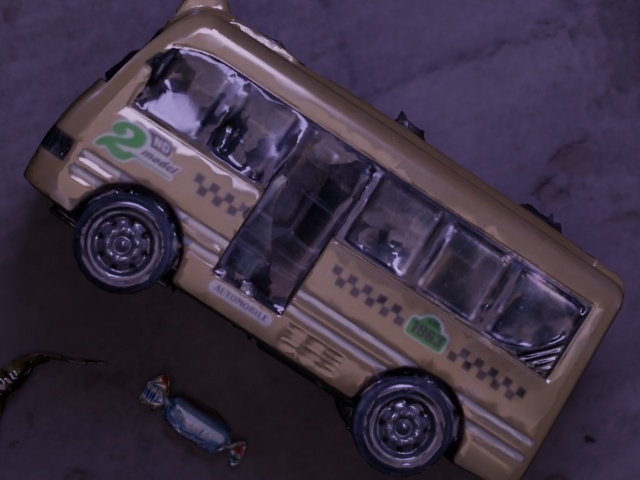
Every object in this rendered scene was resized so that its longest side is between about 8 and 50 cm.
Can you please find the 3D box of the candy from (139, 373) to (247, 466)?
[{"bbox_3d":[-0.085,0.122,1.317,0.083,0.020,0.030,34,95,-4],"label":"candy"}]

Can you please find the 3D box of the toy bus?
[{"bbox_3d":[0.000,0.000,1.236,0.365,0.177,0.202,33,90,-7],"label":"toy bus"}]

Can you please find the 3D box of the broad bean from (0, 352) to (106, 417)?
[{"bbox_3d":[-0.229,0.229,1.308,0.098,0.056,0.318,13,92,-1],"label":"broad bean"}]
